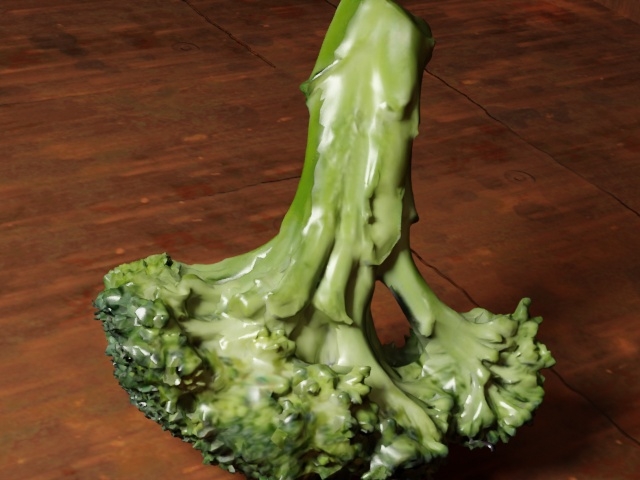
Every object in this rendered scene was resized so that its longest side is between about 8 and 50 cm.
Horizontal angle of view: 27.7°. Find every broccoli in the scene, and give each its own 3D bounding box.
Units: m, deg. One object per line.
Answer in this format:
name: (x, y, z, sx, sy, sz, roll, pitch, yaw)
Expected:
broccoli: (-0.027, 0.012, 1.080, 0.353, 0.397, 0.275, -23, 19, -36)
